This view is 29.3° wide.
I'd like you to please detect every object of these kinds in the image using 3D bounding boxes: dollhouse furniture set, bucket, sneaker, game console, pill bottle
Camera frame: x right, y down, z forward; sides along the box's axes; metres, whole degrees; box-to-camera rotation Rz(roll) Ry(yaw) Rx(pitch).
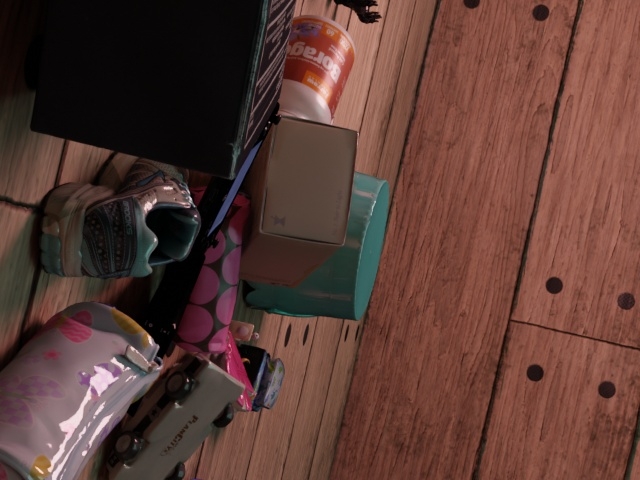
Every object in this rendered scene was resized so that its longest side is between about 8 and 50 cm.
[{"bbox_3d":[-0.119,0.089,1.773,0.091,0.081,0.114,84,21,-61],"label":"dollhouse furniture set"},{"bbox_3d":[0.000,0.000,2.028,0.281,0.183,0.281,12,90,-80],"label":"bucket"},{"bbox_3d":[-0.174,-0.019,1.236,0.283,0.122,0.110,-54,154,-66],"label":"sneaker"},{"bbox_3d":[-0.137,0.009,1.355,0.361,0.044,0.213,-62,-173,21],"label":"game console"},{"bbox_3d":[-0.158,0.192,1.661,0.252,0.111,0.103,-150,-142,-89],"label":"sneaker"},{"bbox_3d":[-0.031,-0.216,1.775,0.121,0.121,0.216,89,16,-52],"label":"pill bottle"}]

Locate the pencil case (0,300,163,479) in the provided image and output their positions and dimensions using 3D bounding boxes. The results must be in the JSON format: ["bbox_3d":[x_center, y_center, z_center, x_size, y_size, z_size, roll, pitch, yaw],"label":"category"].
[{"bbox_3d":[-0.241,0.160,1.089,0.273,0.124,0.113,-56,156,-62],"label":"pencil case"}]

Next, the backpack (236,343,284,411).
[{"bbox_3d":[-0.107,0.232,2.008,0.114,0.084,0.105,74,33,-75],"label":"backpack"}]

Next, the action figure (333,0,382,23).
[{"bbox_3d":[0.118,-0.528,2.175,0.164,0.141,0.276,44,61,-68],"label":"action figure"}]

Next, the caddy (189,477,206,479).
[{"bbox_3d":[-0.150,0.530,1.863,0.241,0.179,0.341,86,20,-55],"label":"caddy"}]

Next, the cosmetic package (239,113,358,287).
[{"bbox_3d":[-0.045,-0.043,1.648,0.309,0.113,0.160,140,-41,-73],"label":"cosmetic package"}]

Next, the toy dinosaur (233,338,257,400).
[{"bbox_3d":[-0.159,0.218,1.827,0.112,0.064,0.211,55,35,-24],"label":"toy dinosaur"}]

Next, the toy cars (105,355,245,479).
[{"bbox_3d":[-0.203,0.314,1.541,0.176,0.087,0.394,-8,118,-34],"label":"toy cars"}]

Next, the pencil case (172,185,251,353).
[{"bbox_3d":[-0.146,0.035,1.567,0.095,0.098,0.209,3,103,-39],"label":"pencil case"}]

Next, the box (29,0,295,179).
[{"bbox_3d":[-0.108,-0.243,1.043,0.296,0.182,0.294,-74,177,-71],"label":"box"}]

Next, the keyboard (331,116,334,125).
[{"bbox_3d":[-0.042,-0.119,1.855,0.180,0.023,0.108,-34,-145,50],"label":"keyboard"}]
